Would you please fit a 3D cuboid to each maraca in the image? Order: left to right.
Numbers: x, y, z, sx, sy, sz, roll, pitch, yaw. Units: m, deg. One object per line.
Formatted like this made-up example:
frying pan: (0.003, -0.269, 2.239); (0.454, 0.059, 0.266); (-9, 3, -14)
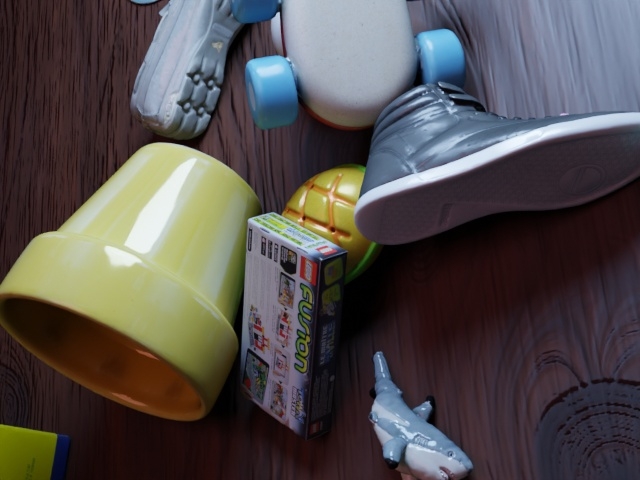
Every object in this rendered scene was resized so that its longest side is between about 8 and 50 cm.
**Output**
maraca: (0.000, 0.000, 1.069); (0.185, 0.099, 0.127); (-44, 50, 24)

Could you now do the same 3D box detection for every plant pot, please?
plant pot: (-0.184, 0.033, 1.111); (0.254, 0.254, 0.239); (3, 56, 39)

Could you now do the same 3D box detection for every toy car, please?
toy car: (0.010, -0.217, 1.118); (0.238, 0.219, 0.210); (176, 83, -79)

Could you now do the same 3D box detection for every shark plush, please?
shark plush: (0.088, 0.176, 0.985); (0.067, 0.073, 0.161); (-30, 34, 3)

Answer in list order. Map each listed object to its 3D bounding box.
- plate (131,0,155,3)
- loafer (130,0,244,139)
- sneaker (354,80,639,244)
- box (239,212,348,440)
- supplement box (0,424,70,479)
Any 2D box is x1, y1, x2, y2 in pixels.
plate: (-0.233, -0.430, 1.461); (0.188, 0.024, 0.188); (-15, 64, 34)
loafer: (-0.155, -0.286, 1.289); (0.111, 0.112, 0.319); (24, 90, 33)
sneaker: (0.170, -0.101, 0.962); (0.295, 0.104, 0.147); (-15, 49, 18)
box: (-0.031, 0.088, 1.035); (0.114, 0.036, 0.207); (28, 123, 40)
supplement box: (-0.502, 0.296, 1.184); (0.194, 0.356, 0.195); (-6, 71, 36)
